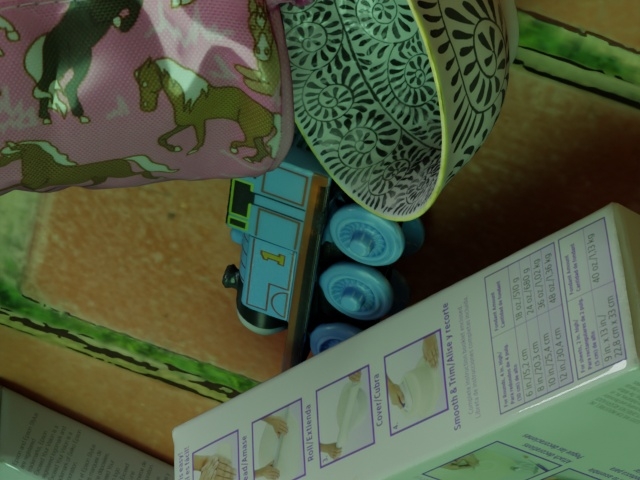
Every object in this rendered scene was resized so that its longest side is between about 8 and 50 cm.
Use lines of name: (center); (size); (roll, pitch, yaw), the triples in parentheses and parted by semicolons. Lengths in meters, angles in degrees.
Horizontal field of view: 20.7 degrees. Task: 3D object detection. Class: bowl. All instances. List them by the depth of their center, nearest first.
bowl: (0.042, -0.101, 0.837); (0.080, 0.170, 0.170); (-24, 137, -21)

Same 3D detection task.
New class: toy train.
toy train: (0.000, 0.000, 0.973); (0.105, 0.080, 0.184); (20, 138, 10)

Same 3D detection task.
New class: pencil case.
pencil case: (-0.202, -0.080, 0.810); (0.386, 0.167, 0.160); (-9, 112, -11)

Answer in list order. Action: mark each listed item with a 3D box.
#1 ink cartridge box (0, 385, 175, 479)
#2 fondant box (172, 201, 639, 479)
ink cartridge box: (-0.207, 0.249, 1.277); (0.330, 0.071, 0.324); (26, 135, -10)
fondant box: (0.111, 0.118, 0.977); (0.238, 0.096, 0.330); (23, 139, -39)
